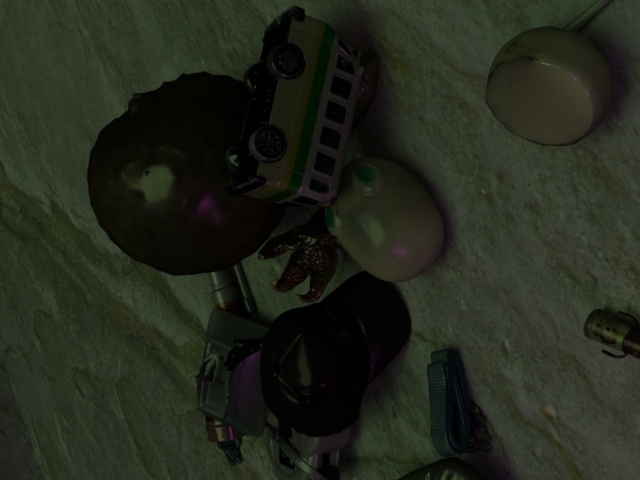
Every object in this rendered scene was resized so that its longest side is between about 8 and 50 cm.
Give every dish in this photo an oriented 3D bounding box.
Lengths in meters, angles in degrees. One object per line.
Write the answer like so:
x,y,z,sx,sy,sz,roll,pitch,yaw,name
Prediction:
-0.195,0.283,2.002,0.182,0.080,0.243,18,104,34,dish

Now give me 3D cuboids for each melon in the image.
0.050,-0.253,1.687,0.182,0.054,0.098,-36,59,48,melon

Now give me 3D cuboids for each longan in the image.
-0.239,-0.125,1.780,0.391,0.391,0.391,18,115,45,longan

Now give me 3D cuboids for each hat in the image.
-0.014,0.193,1.705,0.238,0.209,0.336,45,107,34,hat

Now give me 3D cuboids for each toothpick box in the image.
-0.218,0.366,2.139,0.098,0.098,0.149,-10,93,50,toothpick box

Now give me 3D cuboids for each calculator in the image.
-0.219,0.459,2.233,0.094,0.019,0.141,-24,84,50,calculator

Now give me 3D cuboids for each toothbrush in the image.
0.396,-0.344,1.264,0.263,0.022,0.026,-43,57,46,toothbrush

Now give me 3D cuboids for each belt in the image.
0.230,0.274,1.621,0.065,0.100,0.179,-18,72,51,belt

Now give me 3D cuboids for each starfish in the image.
0.001,0.000,1.743,0.216,0.071,0.238,12,81,16,starfish

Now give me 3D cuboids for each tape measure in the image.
-0.033,0.408,1.921,0.236,0.120,0.197,7,99,57,tape measure

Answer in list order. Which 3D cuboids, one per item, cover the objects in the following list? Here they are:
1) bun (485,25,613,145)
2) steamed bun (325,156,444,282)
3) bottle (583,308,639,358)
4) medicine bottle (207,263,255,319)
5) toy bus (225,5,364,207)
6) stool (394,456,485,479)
0.321,-0.220,1.310,0.173,0.120,0.173,23,147,16,bun
0.097,-0.037,1.602,0.177,0.131,0.228,-43,69,28,steamed bun
0.427,0.134,1.355,0.101,0.047,0.063,27,130,40,bottle
-0.193,0.116,2.071,0.092,0.061,0.220,-21,85,26,medicine bottle
-0.035,-0.211,1.583,0.143,0.179,0.305,-16,60,65,toy bus
0.188,0.563,1.594,0.310,0.226,0.310,53,140,7,stool
